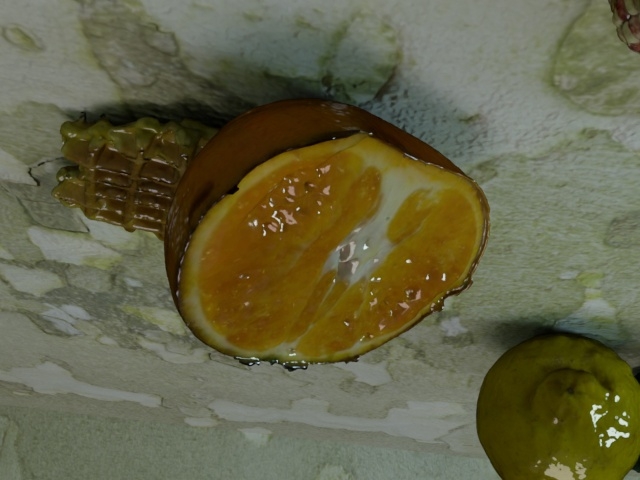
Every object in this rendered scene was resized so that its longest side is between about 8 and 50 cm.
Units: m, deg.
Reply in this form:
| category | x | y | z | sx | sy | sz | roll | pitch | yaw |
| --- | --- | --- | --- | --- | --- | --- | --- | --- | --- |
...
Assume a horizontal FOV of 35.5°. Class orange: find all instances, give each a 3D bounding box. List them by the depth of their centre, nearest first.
| category | x | y | z | sx | sy | sz | roll | pitch | yaw |
| --- | --- | --- | --- | --- | --- | --- | --- | --- | --- |
| orange | 0.000 | -0.004 | 0.912 | 0.274 | 0.274 | 0.310 | -4 | -168 | 25 |

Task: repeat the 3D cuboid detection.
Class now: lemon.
| category | x | y | z | sx | sy | sz | roll | pitch | yaw |
| --- | --- | --- | --- | --- | --- | --- | --- | --- | --- |
| lemon | 0.376 | 0.287 | 1.580 | 0.285 | 0.285 | 0.316 | 5 | 129 | 3 |

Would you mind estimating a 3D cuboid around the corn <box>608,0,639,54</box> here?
| category | x | y | z | sx | sy | sz | roll | pitch | yaw |
| --- | --- | --- | --- | --- | --- | --- | --- | --- | --- |
| corn | 0.273 | -0.181 | 0.573 | 0.098 | 0.098 | 0.290 | 16 | 161 | -25 |

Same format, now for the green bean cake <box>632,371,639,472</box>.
| category | x | y | z | sx | sy | sz | roll | pitch | yaw |
| --- | --- | --- | --- | --- | --- | --- | --- | --- | --- |
| green bean cake | 0.632 | 0.352 | 1.637 | 0.169 | 0.300 | 0.308 | 13 | 159 | -18 |

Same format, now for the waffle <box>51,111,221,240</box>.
| category | x | y | z | sx | sy | sz | roll | pitch | yaw |
| --- | --- | --- | --- | --- | --- | --- | --- | --- | --- |
| waffle | -0.164 | -0.060 | 1.091 | 0.281 | 0.058 | 0.300 | 20 | 157 | -32 |
